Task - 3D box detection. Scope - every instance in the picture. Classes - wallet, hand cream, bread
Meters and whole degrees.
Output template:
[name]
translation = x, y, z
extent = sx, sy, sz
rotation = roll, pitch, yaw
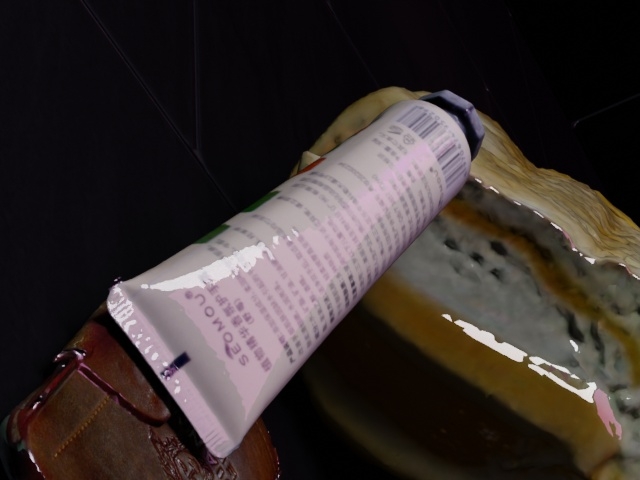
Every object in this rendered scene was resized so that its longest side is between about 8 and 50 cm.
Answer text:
[wallet]
translation = -0.073, 0.096, 0.855
extent = 0.137, 0.031, 0.255
rotation = 61, 13, -8
[hand cream]
translation = 0.000, 0.000, 0.948
extent = 0.095, 0.059, 0.276
rotation = 55, 44, -6
[bread]
translation = 0.108, 0.048, 1.219
extent = 0.300, 0.210, 0.341
rotation = 37, 12, 2
